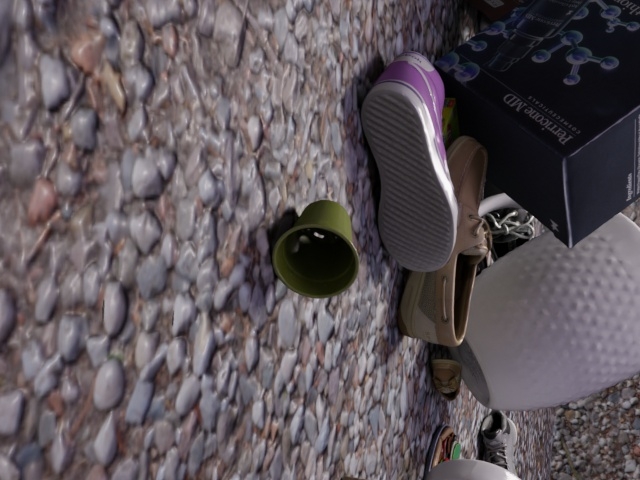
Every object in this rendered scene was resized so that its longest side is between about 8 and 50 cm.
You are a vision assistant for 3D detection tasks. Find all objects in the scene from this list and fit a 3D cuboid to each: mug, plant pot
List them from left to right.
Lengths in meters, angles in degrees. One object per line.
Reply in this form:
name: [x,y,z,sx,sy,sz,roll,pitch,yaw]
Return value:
plant pot: [0.000,0.000,0.883,0.079,0.083,0.083,-77,161,-57]
mug: [0.364,0.093,1.521,0.374,0.328,0.276,63,-9,13]

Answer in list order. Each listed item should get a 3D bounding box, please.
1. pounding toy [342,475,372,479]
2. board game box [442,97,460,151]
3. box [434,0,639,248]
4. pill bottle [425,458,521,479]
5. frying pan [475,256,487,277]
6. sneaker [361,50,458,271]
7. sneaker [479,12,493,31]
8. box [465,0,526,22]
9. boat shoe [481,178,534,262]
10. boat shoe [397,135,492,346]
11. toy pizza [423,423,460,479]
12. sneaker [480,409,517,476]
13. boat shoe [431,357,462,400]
pounding toy: [0.070,0.382,1.086,0.130,0.100,0.141,68,33,-48]
board game box: [0.185,-0.116,1.372,0.092,0.043,0.181,-65,150,-42]
box: [0.426,-0.236,1.388,0.395,0.293,0.212,-35,140,-10]
pill bottle: [0.189,0.507,1.269,0.363,0.210,0.210,-64,150,-44]
frying pan: [0.328,0.128,1.776,0.326,0.053,0.197,40,50,-53]
sneaker: [0.133,-0.105,1.167,0.161,0.102,0.282,-64,150,-50]
sneaker: [0.352,-0.459,1.704,0.091,0.094,0.258,77,34,-58]
box: [0.378,-0.562,1.573,0.191,0.143,0.382,20,74,-37]
boat shoe: [0.339,-0.039,1.666,0.105,0.113,0.306,-85,166,-46]
boat shoe: [0.199,0.001,1.289,0.109,0.098,0.302,26,79,-54]
toy pizza: [0.215,0.420,1.565,0.201,0.032,0.201,4,90,-69]
sneaker: [0.371,0.464,1.930,0.132,0.086,0.229,59,30,-49]
boat shoe: [0.211,0.230,1.494,0.135,0.050,0.045,55,38,-59]
